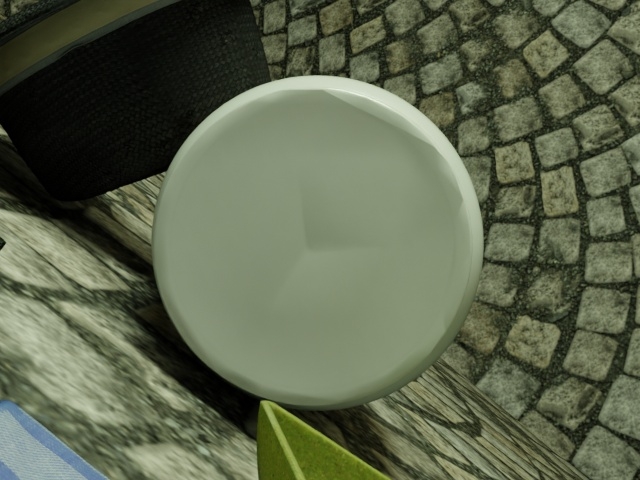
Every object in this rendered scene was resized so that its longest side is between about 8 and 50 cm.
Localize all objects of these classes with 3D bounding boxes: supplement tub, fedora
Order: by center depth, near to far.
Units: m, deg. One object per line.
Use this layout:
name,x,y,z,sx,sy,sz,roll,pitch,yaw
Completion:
supplement tub,0.000,0.000,0.789,0.241,0.241,0.331,37,2,1
fedora,-0.165,-0.132,0.874,0.334,0.334,0.153,-111,176,-85

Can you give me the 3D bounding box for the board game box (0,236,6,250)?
board game box,-0.263,-0.050,0.511,0.186,0.026,0.126,37,2,8

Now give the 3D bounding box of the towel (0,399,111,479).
towel,-0.014,0.147,0.282,0.285,0.034,0.209,37,2,2

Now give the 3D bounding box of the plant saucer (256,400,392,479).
plant saucer,0.047,0.174,0.482,0.188,0.045,0.188,37,2,-19
